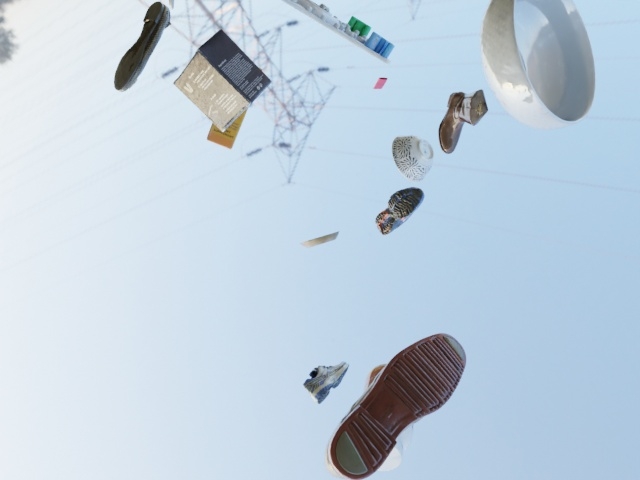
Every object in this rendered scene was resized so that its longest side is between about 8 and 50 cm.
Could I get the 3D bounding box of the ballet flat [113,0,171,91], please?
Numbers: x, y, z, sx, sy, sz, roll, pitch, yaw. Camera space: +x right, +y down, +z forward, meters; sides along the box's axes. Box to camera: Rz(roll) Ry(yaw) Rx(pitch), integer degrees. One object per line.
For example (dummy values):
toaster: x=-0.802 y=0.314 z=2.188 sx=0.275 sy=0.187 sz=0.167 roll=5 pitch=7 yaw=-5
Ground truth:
ballet flat: x=-0.439 y=-0.477 z=1.580 sx=0.084 sy=0.058 sz=0.249 roll=19 pitch=-98 yaw=33

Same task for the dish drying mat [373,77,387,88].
dish drying mat: x=0.202 y=-0.532 z=2.139 sx=0.083 sy=0.032 sz=0.008 roll=133 pitch=-46 yaw=-77

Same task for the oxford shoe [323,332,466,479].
oxford shoe: x=0.128 y=0.296 z=1.159 sx=0.348 sy=0.123 sz=0.130 roll=-34 pitch=170 yaw=-27

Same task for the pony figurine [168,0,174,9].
pony figurine: x=-0.155 y=-0.584 z=1.000 sx=0.351 sy=0.363 sz=0.303 roll=-11 pitch=-158 yaw=3

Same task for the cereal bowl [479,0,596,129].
cereal bowl: x=0.452 y=-0.396 z=1.369 sx=0.141 sy=0.339 sz=0.339 roll=-12 pitch=-134 yaw=47

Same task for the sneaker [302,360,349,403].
sneaker: x=0.011 y=0.270 z=1.269 sx=0.058 sy=0.135 sz=0.052 roll=34 pitch=-63 yaw=17

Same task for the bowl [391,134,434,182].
bowl: x=0.321 y=-0.284 z=2.083 sx=0.080 sy=0.170 sz=0.170 roll=-24 pitch=-141 yaw=44

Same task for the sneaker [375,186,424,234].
sneaker: x=0.243 y=-0.099 z=1.875 sx=0.087 sy=0.083 sz=0.221 roll=-27 pitch=171 yaw=-34

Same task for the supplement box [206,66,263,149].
supplement box: x=-0.232 y=-0.367 z=1.704 sx=0.080 sy=0.078 sz=0.233 roll=-125 pitch=-123 yaw=-77

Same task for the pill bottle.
pill bottle: x=0.140 y=0.375 z=1.349 sx=0.121 sy=0.121 sz=0.216 roll=-23 pitch=-158 yaw=26

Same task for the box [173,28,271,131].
box: x=-0.220 y=-0.353 z=1.407 sx=0.156 sy=0.158 sz=0.093 roll=-26 pitch=-155 yaw=54

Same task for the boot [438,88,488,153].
boot: x=0.227 y=-0.185 z=0.999 sx=0.114 sy=0.037 sz=0.106 roll=-131 pitch=-136 yaw=-72

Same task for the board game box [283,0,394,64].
board game box: x=-0.006 y=-0.606 z=1.636 sx=0.050 sy=0.390 sz=0.390 roll=-58 pitch=-162 yaw=20

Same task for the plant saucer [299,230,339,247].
plant saucer: x=0.000 y=0.000 z=1.263 sx=0.083 sy=0.015 sz=0.083 roll=-17 pitch=180 yaw=0
